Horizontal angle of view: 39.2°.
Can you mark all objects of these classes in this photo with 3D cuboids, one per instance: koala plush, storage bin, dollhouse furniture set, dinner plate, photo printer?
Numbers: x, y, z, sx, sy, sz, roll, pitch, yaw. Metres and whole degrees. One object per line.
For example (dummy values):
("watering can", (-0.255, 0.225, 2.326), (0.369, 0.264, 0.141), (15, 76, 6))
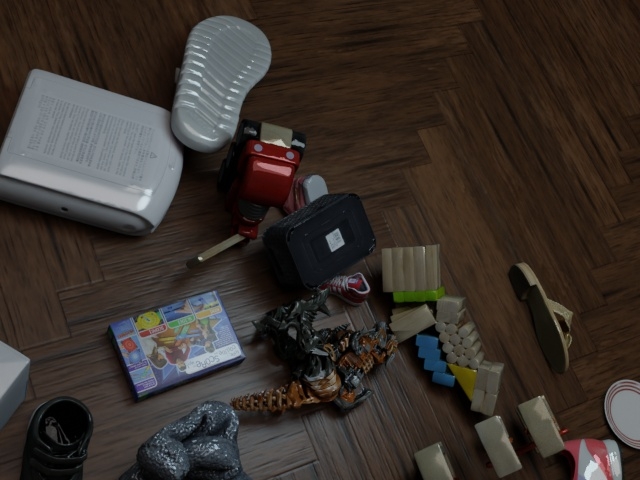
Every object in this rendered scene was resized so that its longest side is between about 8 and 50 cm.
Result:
("koala plush", (-0.161, 0.380, 1.384), (0.221, 0.196, 0.203), (48, 48, 12))
("storage bin", (0.000, 0.000, 1.635), (0.180, 0.084, 0.122), (-31, 108, -30))
("dollhouse furniture set", (0.304, 0.377, 1.542), (0.259, 0.262, 0.135), (-26, 75, 5))
("dinner plate", (0.627, 0.349, 1.801), (0.141, 0.017, 0.141), (8, 62, -16))
("photo printer", (-0.402, -0.151, 1.605), (0.307, 0.107, 0.256), (16, 59, -14))

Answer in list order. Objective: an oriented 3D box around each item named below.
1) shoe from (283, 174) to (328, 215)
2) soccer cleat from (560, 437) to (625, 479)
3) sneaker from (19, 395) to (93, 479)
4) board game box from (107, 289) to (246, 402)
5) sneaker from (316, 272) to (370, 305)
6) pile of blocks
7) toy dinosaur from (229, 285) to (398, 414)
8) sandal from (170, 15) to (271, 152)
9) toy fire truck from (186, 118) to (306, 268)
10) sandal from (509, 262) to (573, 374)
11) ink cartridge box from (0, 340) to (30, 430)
("shoe", (-0.020, -0.037, 1.724), (0.063, 0.081, 0.178), (-17, 101, -38))
("soccer cleat", (0.491, 0.517, 1.625), (0.116, 0.108, 0.318), (3, 64, 5))
("sneaker", (-0.395, 0.365, 1.321), (0.104, 0.147, 0.296), (5, 64, -21))
("board game box", (-0.245, 0.178, 1.540), (0.201, 0.035, 0.136), (-17, 71, -27))
("sneaker", (0.037, 0.079, 1.681), (0.118, 0.067, 0.042), (24, 58, -8))
("pile of blocks", (0.228, 0.165, 1.706), (0.362, 0.149, 0.112), (64, 18, 6))
("toy dinosaur", (-0.006, 0.206, 1.561), (0.322, 0.164, 0.218), (-25, 91, -51))
("sandal", (-0.214, -0.308, 1.756), (0.169, 0.102, 0.416), (31, 42, -13))
("toy fire truck", (-0.136, -0.066, 1.600), (0.158, 0.217, 0.246), (13, 61, -16))
("sandal", (0.468, 0.145, 1.802), (0.079, 0.088, 0.240), (-13, 65, -20))
("ink cartridge box", (-0.594, 0.207, 1.294), (0.270, 0.198, 0.197), (32, 58, -2))
